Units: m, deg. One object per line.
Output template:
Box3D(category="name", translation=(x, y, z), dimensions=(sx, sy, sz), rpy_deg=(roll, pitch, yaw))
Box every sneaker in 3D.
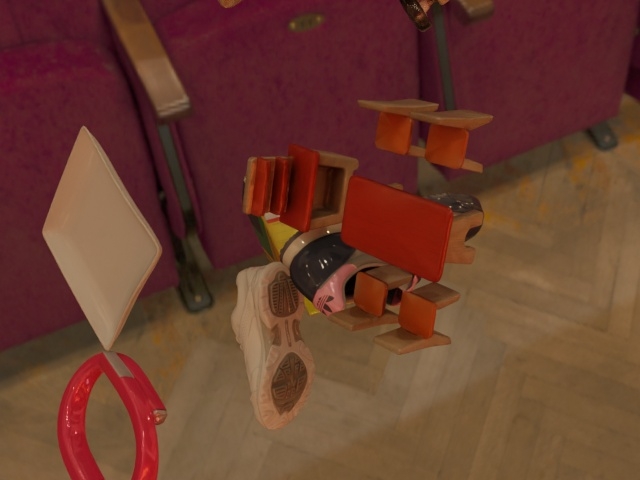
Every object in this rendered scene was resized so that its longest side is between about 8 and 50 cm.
Box3D(category="sneaker", translation=(-0.075, 0.143, 1.154), dimensions=(0.090, 0.115, 0.232), rpy_deg=(-1, 92, -37))
Box3D(category="sneaker", translation=(0.109, 0.027, 1.114), dimensions=(0.319, 0.112, 0.131), rpy_deg=(-15, 55, -26))

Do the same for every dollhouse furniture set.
Box3D(category="dollhouse furniture set", translation=(0.044, -0.031, 0.934), dimensions=(0.135, 0.262, 0.259), rpy_deg=(-6, 21, -42))

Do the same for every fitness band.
Box3D(category="fitness band", translation=(-0.326, 0.298, 1.285), dimensions=(0.054, 0.209, 0.291), rpy_deg=(12, 21, -42))

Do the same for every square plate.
Box3D(category="square plate", translation=(-0.456, -0.001, 1.732), dimensions=(0.049, 0.347, 0.344), rpy_deg=(-12, 58, -43))

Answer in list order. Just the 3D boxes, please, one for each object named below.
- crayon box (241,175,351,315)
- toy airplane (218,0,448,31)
Box3D(category="crayon box", translation=(0.000, 0.000, 1.551), dimensions=(0.202, 0.081, 0.318), rpy_deg=(-15, 59, -19))
Box3D(category="toy airplane", translation=(0.065, -0.452, 1.002), dimensions=(0.386, 0.384, 0.272), rpy_deg=(-18, 68, -27))
